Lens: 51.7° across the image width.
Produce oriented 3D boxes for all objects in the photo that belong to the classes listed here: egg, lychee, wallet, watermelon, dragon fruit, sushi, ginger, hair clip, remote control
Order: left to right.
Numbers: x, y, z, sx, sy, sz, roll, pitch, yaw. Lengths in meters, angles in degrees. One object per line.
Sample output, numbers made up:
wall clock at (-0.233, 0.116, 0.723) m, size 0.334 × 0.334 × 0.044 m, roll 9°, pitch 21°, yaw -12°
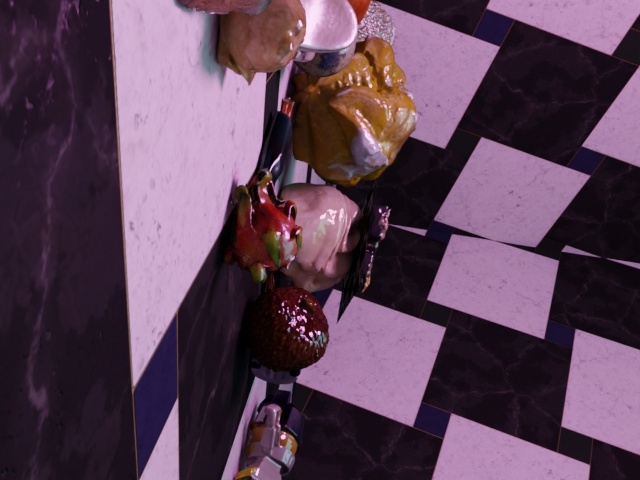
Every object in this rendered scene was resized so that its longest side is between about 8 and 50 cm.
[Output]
watermelon at (-0.097, -0.285, 0.699) m, size 0.155 × 0.080 × 0.101 m, roll -5°, pitch 66°, yaw -59°
dragon fruit at (-0.101, -0.025, 1.072) m, size 0.142 × 0.138 × 0.175 m, roll -151°, pitch -134°, yaw -70°
remote control at (-0.093, -0.150, 1.275) m, size 0.072 × 0.042 × 0.222 m, roll 85°, pitch 14°, yaw -65°
wallet at (-0.116, 0.081, 1.623) m, size 0.176 × 0.026 × 0.095 m, roll 71°, pitch 22°, yaw -87°
ginger at (-0.057, -0.300, 0.831) m, size 0.115 × 0.122 × 0.193 m, roll 15°, pitch 88°, yaw -51°
lychee at (-0.072, 0.187, 1.401) m, size 0.194 × 0.194 × 0.194 m, roll 9°, pitch 90°, yaw -86°
hair clip at (-0.042, -0.371, 1.038) m, size 0.282 × 0.113 × 0.173 m, roll 15°, pitch 85°, yaw -57°
egg at (-0.001, -0.412, 1.323) m, size 0.141 × 0.141 × 0.182 m, roll 93°, pitch -11°, yaw -57°
sushi at (0.114, 0.042, 1.668) m, size 0.294 × 0.059 × 0.292 m, roll 114°, pitch -13°, yaw -66°

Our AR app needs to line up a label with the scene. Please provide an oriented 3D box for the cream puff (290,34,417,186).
cream puff at (0.046, -0.309, 1.560) m, size 0.378 × 0.275 × 0.378 m, roll -35°, pitch -130°, yaw 56°

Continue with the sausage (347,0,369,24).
sausage at (0.039, -0.555, 1.452) m, size 0.268 × 0.153 × 0.141 m, roll -16°, pitch 126°, yaw -88°

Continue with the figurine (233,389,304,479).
figurine at (-0.125, 0.531, 1.703) m, size 0.308 × 0.143 × 0.308 m, roll -63°, pitch -177°, yaw 6°

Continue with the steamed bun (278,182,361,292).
steamed bun at (0.000, -0.002, 1.645) m, size 0.276 × 0.203 × 0.289 m, roll -86°, pitch 176°, yaw -55°

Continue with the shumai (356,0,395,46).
shumai at (0.061, -0.592, 1.905) m, size 0.260 × 0.222 × 0.225 m, roll -20°, pitch 113°, yaw -43°

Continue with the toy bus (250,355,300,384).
toy bus at (-0.090, 0.224, 1.578) m, size 0.136 × 0.126 × 0.210 m, roll -71°, pitch 172°, yaw -73°

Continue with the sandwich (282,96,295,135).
sandwich at (-0.074, -0.256, 1.438) m, size 0.069 × 0.026 × 0.101 m, roll 19°, pitch 80°, yaw -87°
